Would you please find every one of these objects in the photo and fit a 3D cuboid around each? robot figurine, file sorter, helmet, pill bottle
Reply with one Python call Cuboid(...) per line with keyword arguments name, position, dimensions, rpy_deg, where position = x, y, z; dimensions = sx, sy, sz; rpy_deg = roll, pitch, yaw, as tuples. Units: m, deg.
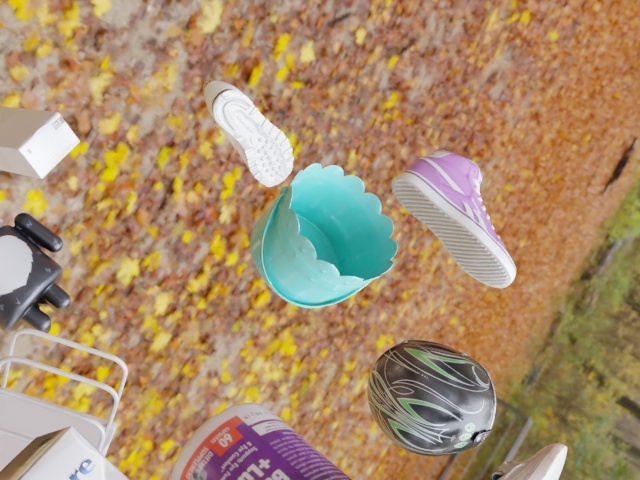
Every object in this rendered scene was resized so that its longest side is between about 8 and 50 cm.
Cuboid(name="robot figurine", position=(-0.629, 0.068, 1.645), dimensions=(0.173, 0.278, 0.209), rpy_deg=(-47, -175, 29))
Cuboid(name="file sorter", position=(-0.400, 0.282, 1.156), dimensions=(0.277, 0.193, 0.173), rpy_deg=(-82, -166, -58))
Cuboid(name="helmet", position=(0.150, 0.225, 1.188), dimensions=(0.169, 0.162, 0.169), rpy_deg=(-166, -90, -69))
Cuboid(name="pill bottle", position=(-0.016, 0.216, 0.618), dimensions=(0.108, 0.193, 0.108), rpy_deg=(-29, 135, -34))

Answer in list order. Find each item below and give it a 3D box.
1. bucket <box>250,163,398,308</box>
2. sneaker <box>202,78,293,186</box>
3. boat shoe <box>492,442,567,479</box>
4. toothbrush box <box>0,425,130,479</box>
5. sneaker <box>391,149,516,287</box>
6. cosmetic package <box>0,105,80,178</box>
Cuboid(name="bucket", position=(0.000, 0.000, 1.738), dimensions=(0.183, 0.281, 0.281), rpy_deg=(-39, 179, 42))
Cuboid(name="sneaker", position=(-0.129, -0.195, 1.491), dimensions=(0.090, 0.095, 0.235), rpy_deg=(-40, 131, -8))
Cuboid(name="boat shoe", position=(0.237, 0.298, 1.005), dimensions=(0.184, 0.063, 0.066), rpy_deg=(-36, 135, -38))
Cuboid(name="toothbrush box", position=(-0.190, 0.322, 0.776), dimensions=(0.126, 0.295, 0.216), rpy_deg=(-49, -172, -29))
Cuboid(name="sneaker", position=(0.281, -0.055, 1.520), dimensions=(0.161, 0.282, 0.102), rpy_deg=(-37, 172, -32))
Cuboid(name="cosmetic package", position=(-0.604, -0.201, 1.671), dimensions=(0.117, 0.231, 0.085), rpy_deg=(-52, 134, -26))
